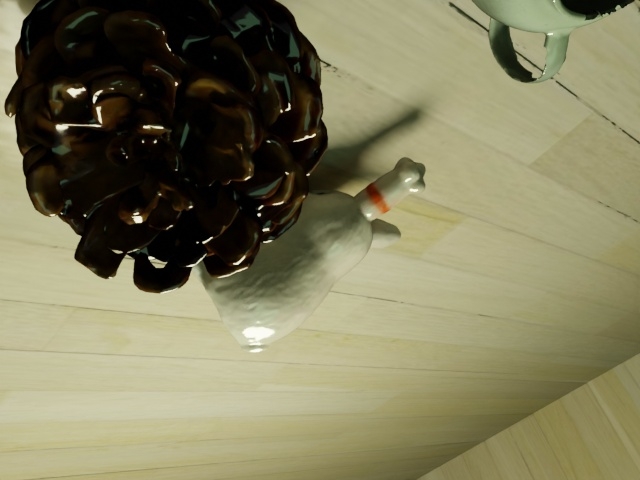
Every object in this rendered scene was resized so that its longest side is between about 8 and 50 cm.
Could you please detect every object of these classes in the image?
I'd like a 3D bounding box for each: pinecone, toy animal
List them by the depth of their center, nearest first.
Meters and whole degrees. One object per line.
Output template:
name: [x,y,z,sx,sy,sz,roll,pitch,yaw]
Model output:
pinecone: [-0.100,-0.088,0.445,0.224,0.272,0.224,-3,106,-10]
toy animal: [-0.015,-0.004,0.741,0.282,0.138,0.140,-43,158,-10]

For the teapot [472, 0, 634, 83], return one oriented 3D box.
teapot: [0.197,-0.245,0.487,0.193,0.129,0.294,-11,147,-16]
